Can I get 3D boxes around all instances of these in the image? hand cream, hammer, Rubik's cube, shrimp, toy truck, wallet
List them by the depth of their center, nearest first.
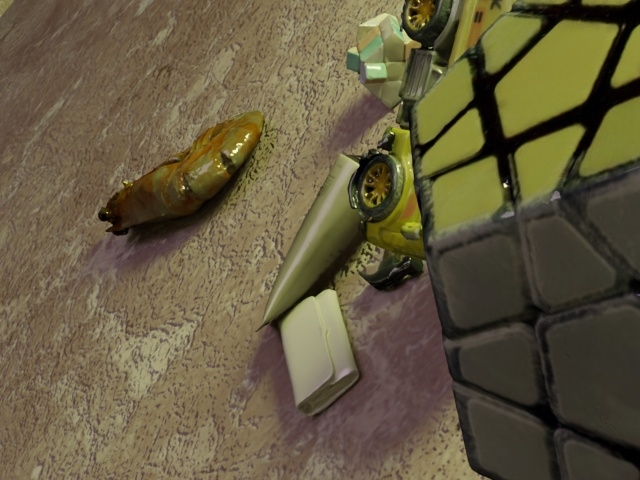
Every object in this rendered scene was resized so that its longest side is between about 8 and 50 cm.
[{"bbox_3d":[0.190,0.002,0.637,0.319,0.319,0.264,-45,54,10],"label":"Rubik's cube"},{"bbox_3d":[0.136,-0.107,0.928,0.157,0.124,0.272,20,95,57],"label":"toy truck"},{"bbox_3d":[-0.003,0.090,1.088,0.061,0.025,0.122,-36,29,12],"label":"wallet"},{"bbox_3d":[0.067,-0.026,1.138,0.062,0.017,0.182,-31,31,33],"label":"hammer"},{"bbox_3d":[0.000,0.000,1.149,0.186,0.054,0.087,-57,-3,4],"label":"hand cream"},{"bbox_3d":[0.065,-0.184,1.276,0.084,0.073,0.075,-51,27,4],"label":"Rubik's cube"},{"bbox_3d":[-0.166,-0.072,1.513,0.294,0.062,0.154,-20,27,41],"label":"shrimp"}]
